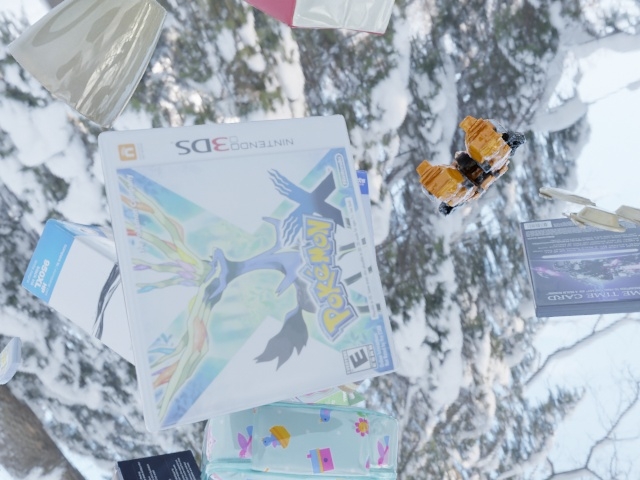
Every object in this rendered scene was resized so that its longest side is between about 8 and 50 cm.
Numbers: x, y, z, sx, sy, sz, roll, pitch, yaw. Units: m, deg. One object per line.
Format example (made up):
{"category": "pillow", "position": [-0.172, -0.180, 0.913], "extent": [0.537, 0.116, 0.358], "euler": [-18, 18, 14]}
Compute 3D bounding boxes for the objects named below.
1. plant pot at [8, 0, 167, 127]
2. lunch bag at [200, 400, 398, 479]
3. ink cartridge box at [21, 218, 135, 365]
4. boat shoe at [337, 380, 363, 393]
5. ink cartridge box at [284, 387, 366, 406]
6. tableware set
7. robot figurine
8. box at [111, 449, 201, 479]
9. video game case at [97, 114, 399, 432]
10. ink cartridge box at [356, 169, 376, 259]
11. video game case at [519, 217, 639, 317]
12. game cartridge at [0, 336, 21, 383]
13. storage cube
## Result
{"category": "plant pot", "position": [-0.462, -0.427, 1.373], "extent": [0.274, 0.256, 0.256], "euler": [-47, -156, 4]}
{"category": "lunch bag", "position": [-0.031, 0.312, 0.935], "extent": [0.279, 0.224, 0.107], "euler": [8, -120, -12]}
{"category": "ink cartridge box", "position": [-0.381, 0.119, 1.385], "extent": [0.395, 0.166, 0.285], "euler": [27, -175, 24]}
{"category": "boat shoe", "position": [0.064, 0.194, 1.529], "extent": [0.123, 0.123, 0.342], "euler": [-42, -148, 23]}
{"category": "ink cartridge box", "position": [0.000, 0.391, 1.622], "extent": [0.209, 0.062, 0.109], "euler": [-17, -158, -28]}
{"category": "tableware set", "position": [0.322, -0.025, 0.698], "extent": [0.169, 0.020, 0.141], "euler": [12, -164, -2]}
{"category": "robot figurine", "position": [0.271, -0.136, 1.162], "extent": [0.211, 0.085, 0.291], "euler": [-45, 167, 15]}
{"category": "box", "position": [-0.305, 0.500, 1.238], "extent": [0.158, 0.093, 0.156], "euler": [3, -153, -34]}
{"category": "video game case", "position": [-0.077, 0.021, 0.748], "extent": [0.300, 0.328, 0.036], "euler": [-9, 172, -23]}
{"category": "ink cartridge box", "position": [0.000, 0.000, 1.074], "extent": [0.186, 0.311, 0.065], "euler": [-7, 180, 37]}
{"category": "video game case", "position": [0.434, 0.032, 1.038], "extent": [0.196, 0.026, 0.274], "euler": [-5, -151, 15]}
{"category": "game cartridge", "position": [-0.516, 0.202, 1.065], "extent": [0.083, 0.017, 0.056], "euler": [-41, -128, 34]}
{"category": "storage cube", "position": [-0.005, -0.414, 0.914], "extent": [0.184, 0.214, 0.193], "euler": [-9, -143, -39]}
